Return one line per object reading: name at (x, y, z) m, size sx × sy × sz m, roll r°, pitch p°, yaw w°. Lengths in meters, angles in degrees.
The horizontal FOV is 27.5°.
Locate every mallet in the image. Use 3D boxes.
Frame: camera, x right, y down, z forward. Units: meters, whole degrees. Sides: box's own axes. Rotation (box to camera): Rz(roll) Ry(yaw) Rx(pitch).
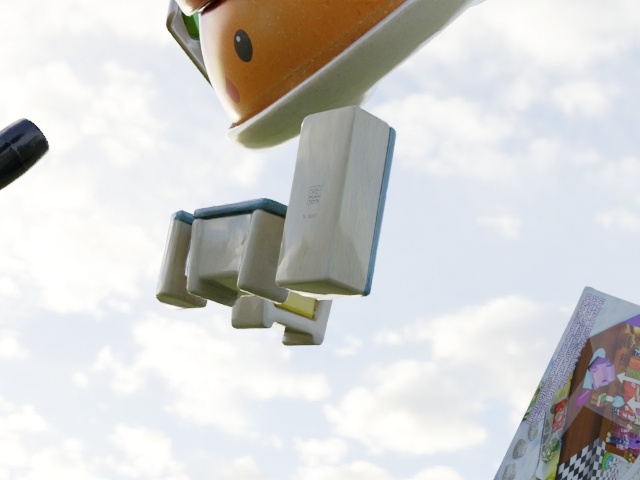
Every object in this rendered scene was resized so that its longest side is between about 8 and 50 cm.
mallet at (-0.289, -0.051, 1.079) m, size 0.190 × 0.062 × 0.039 m, roll -19°, pitch -69°, yaw 50°

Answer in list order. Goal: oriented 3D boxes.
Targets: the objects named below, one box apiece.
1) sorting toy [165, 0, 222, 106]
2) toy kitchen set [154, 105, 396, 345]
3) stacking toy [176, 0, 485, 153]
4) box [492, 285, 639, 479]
sorting toy at (-0.156, -0.323, 1.853) m, size 0.038 × 0.193 × 0.208 m, roll -6°, pitch -33°, yaw 18°
toy kitchen set at (0.000, 0.000, 0.959) m, size 0.166 × 0.122 × 0.207 m, roll 23°, pitch -20°, yaw -40°
stacking toy at (-0.074, -0.353, 1.225) m, size 0.480 × 0.350 × 0.350 m, roll 51°, pitch -39°, yaw -9°
box at (0.211, 0.191, 0.852) m, size 0.201 × 0.293 × 0.057 m, roll 20°, pitch -25°, yaw 24°
